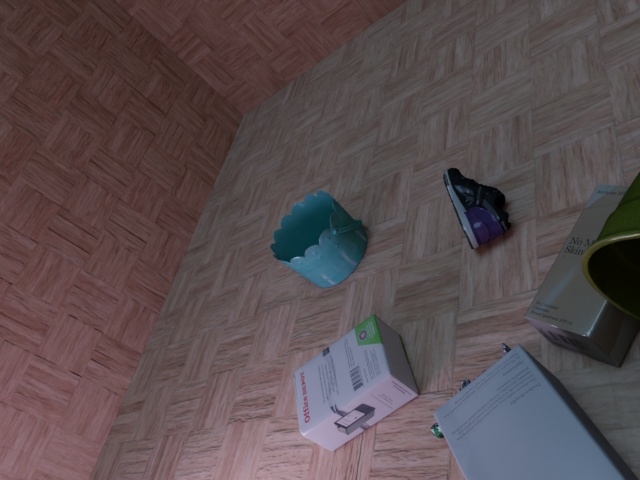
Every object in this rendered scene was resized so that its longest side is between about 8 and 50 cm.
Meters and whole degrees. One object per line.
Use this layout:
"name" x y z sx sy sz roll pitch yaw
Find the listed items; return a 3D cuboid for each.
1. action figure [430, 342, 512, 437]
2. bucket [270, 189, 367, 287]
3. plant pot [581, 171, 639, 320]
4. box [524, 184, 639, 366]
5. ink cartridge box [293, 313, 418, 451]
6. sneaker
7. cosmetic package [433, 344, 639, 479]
"action figure" 0.302 0.306 1.128 0.232 0.063 0.137 -52 -15 10
"bucket" 0.000 0.000 1.786 0.281 0.183 0.281 -33 35 27
"plant pot" 0.622 -0.059 0.810 0.366 0.366 0.353 6 63 56
"box" 0.532 0.056 1.059 0.311 0.121 0.148 -58 30 -12
"ink cartridge box" 0.076 0.342 1.371 0.273 0.115 0.198 -39 31 19
"sneaker" 0.404 -0.098 1.456 0.124 0.107 0.283 -24 41 15
"cosmetic package" 0.364 0.381 0.902 0.217 0.156 0.385 -43 32 14
